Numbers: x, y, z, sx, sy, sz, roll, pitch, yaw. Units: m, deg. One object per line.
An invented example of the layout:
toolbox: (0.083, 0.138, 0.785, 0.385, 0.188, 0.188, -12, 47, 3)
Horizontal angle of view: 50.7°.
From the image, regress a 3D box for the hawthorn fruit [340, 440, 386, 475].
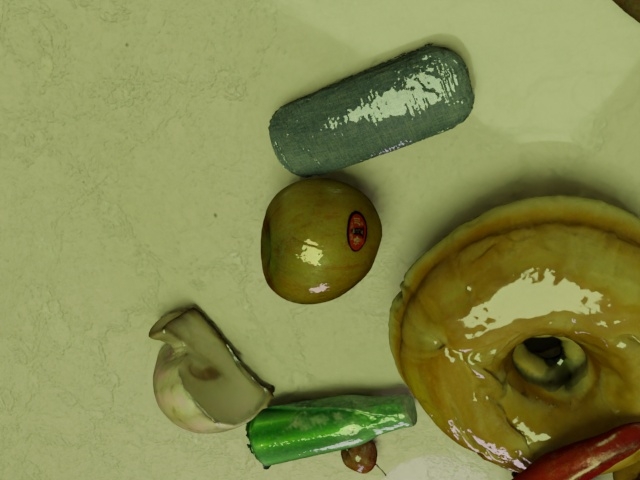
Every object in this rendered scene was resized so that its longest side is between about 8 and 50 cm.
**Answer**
hawthorn fruit: (0.085, 0.392, 1.218, 0.103, 0.066, 0.067, 33, 124, -20)

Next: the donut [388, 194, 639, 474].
donut: (0.314, 0.144, 0.927, 0.449, 0.198, 0.448, 6, 120, 10)

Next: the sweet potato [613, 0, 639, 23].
sweet potato: (0.467, -0.224, 0.732, 0.342, 0.092, 0.114, 11, 97, 8)

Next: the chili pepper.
chili pepper: (0.307, 0.304, 0.871, 0.272, 0.071, 0.063, -48, 64, 27)

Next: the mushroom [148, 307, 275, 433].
mushroom: (-0.234, 0.257, 1.160, 0.173, 0.162, 0.236, -31, 106, 27)

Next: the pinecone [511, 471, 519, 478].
pinecone: (0.383, 0.427, 1.106, 0.163, 0.163, 0.165, -24, 96, 26)

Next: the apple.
apple: (0.000, 0.000, 0.940, 0.155, 0.182, 0.182, -2, 124, -18)

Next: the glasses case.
glasses case: (0.061, -0.164, 0.887, 0.282, 0.067, 0.109, -17, 111, 25)

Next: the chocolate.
chocolate: (0.021, 0.317, 1.169, 0.291, 0.110, 0.110, -16, 115, 20)

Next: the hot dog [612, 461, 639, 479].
hot dog: (0.568, 0.313, 1.018, 0.326, 0.107, 0.194, -33, 123, 15)
